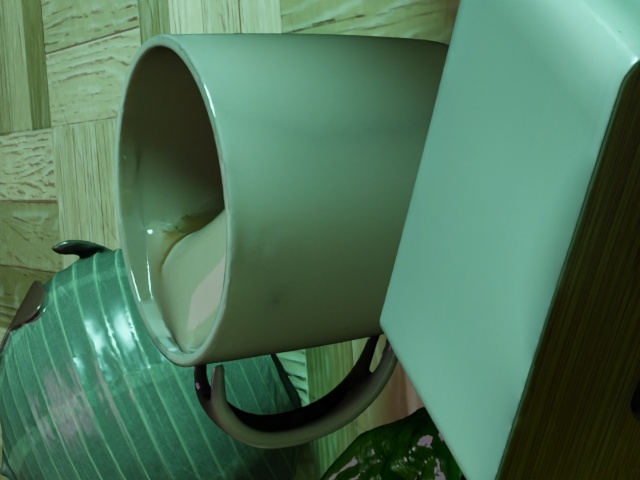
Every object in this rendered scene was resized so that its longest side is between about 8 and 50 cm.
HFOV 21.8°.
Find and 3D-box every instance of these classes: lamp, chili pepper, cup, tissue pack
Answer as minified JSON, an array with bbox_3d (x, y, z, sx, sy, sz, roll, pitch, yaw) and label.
[{"bbox_3d":[-0.138,0.131,1.286,0.233,0.233,0.265,33,149,60],"label":"lamp"},{"bbox_3d":[0.047,0.172,1.094,0.257,0.074,0.100,124,135,-53],"label":"chili pepper"},{"bbox_3d":[0.000,0.000,1.006,0.191,0.200,0.253,-154,62,-62],"label":"cup"},{"bbox_3d":[0.140,-0.014,0.754,0.136,0.159,0.246,-122,34,-47],"label":"tissue pack"}]
